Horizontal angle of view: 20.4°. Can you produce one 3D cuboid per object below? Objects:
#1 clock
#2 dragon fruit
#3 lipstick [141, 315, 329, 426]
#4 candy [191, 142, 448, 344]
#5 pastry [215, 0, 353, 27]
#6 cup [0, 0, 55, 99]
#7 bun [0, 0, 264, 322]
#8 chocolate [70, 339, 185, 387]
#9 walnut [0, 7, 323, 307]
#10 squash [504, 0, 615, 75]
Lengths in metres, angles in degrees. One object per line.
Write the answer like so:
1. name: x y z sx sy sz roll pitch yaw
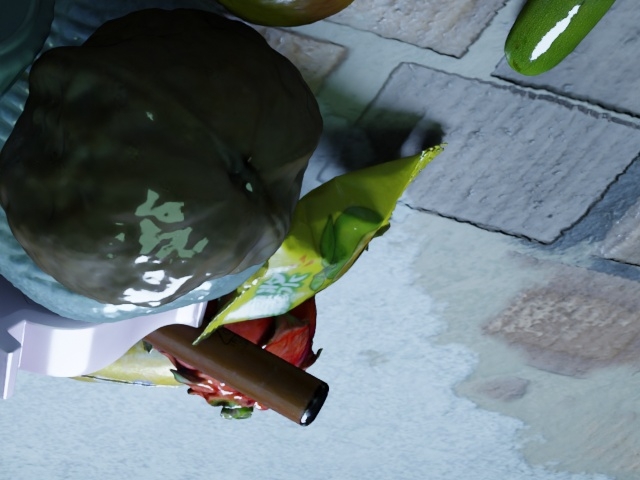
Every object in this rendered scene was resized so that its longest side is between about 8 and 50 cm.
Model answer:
1. clock: -0.276 0.011 1.849 0.275 0.290 0.080 -16 140 -31
2. dragon fruit: -0.102 0.073 2.004 0.193 0.192 0.274 -22 111 -29
3. lipstick: -0.156 0.095 1.904 0.357 0.057 0.057 27 146 11
4. candy: 0.000 0.000 1.870 0.081 0.297 0.187 48 142 10
5. pastry: -0.093 -0.313 1.369 0.164 0.356 0.356 -44 138 -4
6. cup: -0.402 -0.189 1.516 0.257 0.331 0.311 16 143 -34
7. bun: -0.190 -0.098 1.691 0.354 0.194 0.354 1 102 7
8. chocolate: -0.269 0.141 2.195 0.219 0.085 0.085 0 145 7
9. walnut: -0.136 -0.069 1.452 0.227 0.273 0.273 15 144 -39
10. squash: 0.242 -0.235 1.661 0.066 0.066 0.252 14 141 -19
